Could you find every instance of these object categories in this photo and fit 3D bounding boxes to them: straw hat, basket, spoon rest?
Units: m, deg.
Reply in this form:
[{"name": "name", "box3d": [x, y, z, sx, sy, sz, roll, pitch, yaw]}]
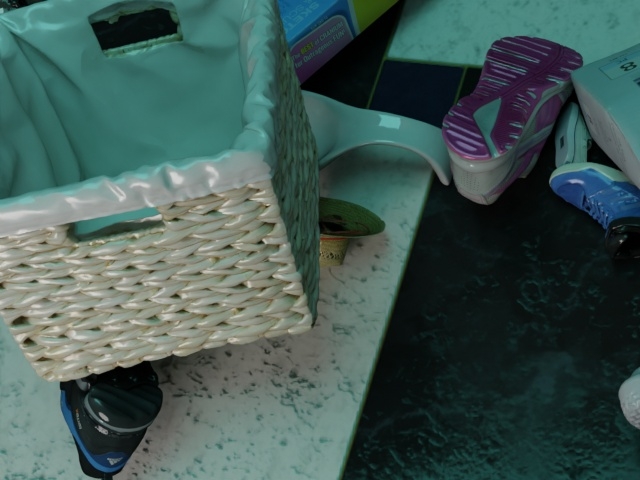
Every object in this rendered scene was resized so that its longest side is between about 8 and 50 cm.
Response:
[{"name": "straw hat", "box3d": [0.000, 0.000, 1.693, 0.144, 0.144, 0.061, 16, 111, 26]}, {"name": "basket", "box3d": [-0.173, -0.070, 1.540, 0.328, 0.266, 0.331, -11, 42, 9]}, {"name": "spoon rest", "box3d": [0.014, -0.113, 1.742, 0.276, 0.084, 0.137, 3, 63, 19]}]

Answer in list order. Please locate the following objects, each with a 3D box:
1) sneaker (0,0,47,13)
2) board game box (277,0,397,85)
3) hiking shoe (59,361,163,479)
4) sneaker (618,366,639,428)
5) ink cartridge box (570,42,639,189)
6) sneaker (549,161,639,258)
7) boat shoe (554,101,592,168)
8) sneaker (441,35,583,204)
[{"name": "sneaker", "box3d": [-0.387, -0.284, 1.940, 0.135, 0.098, 0.276, -40, 48, 37]}, {"name": "board game box", "box3d": [0.008, -0.347, 1.857, 0.316, 0.064, 0.242, -42, 45, -7]}, {"name": "hiking shoe", "box3d": [-0.255, 0.128, 1.680, 0.113, 0.132, 0.304, 11, 34, -21]}, {"name": "sneaker", "box3d": [0.438, 0.046, 1.484, 0.366, 0.137, 0.210, -22, 56, 0]}, {"name": "ink cartridge box", "box3d": [0.444, -0.139, 1.484, 0.308, 0.091, 0.385, -21, 21, 1]}, {"name": "sneaker", "box3d": [0.306, -0.027, 1.610, 0.152, 0.058, 0.084, 17, 60, 19]}, {"name": "boat shoe", "box3d": [0.283, -0.111, 1.681, 0.035, 0.035, 0.100, 23, 44, -14]}, {"name": "sneaker", "box3d": [0.206, -0.134, 1.681, 0.103, 0.111, 0.252, 27, 50, 21]}]
